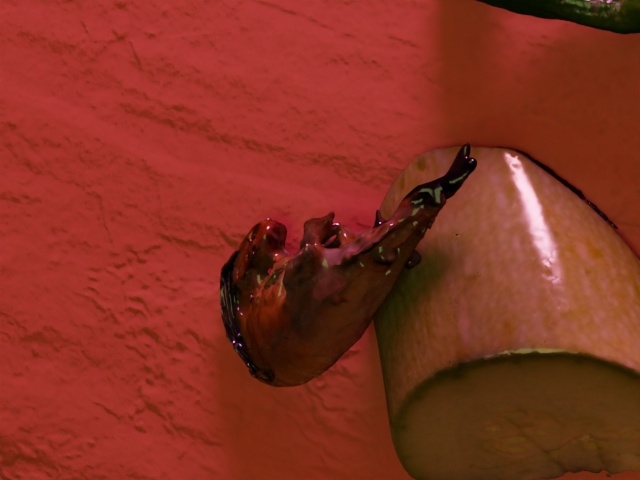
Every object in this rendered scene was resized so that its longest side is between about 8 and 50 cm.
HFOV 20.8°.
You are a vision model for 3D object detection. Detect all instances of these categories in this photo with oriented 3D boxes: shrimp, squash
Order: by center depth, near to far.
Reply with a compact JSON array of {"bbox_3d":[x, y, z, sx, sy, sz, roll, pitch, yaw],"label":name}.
[{"bbox_3d":[0.002,0.005,1.186,0.117,0.066,0.262,48,127,14],"label":"shrimp"},{"bbox_3d":[0.144,0.051,1.198,0.237,0.155,0.204,-11,137,22],"label":"squash"}]

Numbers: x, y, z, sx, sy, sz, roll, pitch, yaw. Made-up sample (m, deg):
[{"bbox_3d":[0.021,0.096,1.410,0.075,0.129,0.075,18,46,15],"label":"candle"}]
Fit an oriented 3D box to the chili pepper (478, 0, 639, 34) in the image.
[{"bbox_3d":[0.190,-0.179,1.084,0.257,0.074,0.100,1,105,22],"label":"chili pepper"}]
